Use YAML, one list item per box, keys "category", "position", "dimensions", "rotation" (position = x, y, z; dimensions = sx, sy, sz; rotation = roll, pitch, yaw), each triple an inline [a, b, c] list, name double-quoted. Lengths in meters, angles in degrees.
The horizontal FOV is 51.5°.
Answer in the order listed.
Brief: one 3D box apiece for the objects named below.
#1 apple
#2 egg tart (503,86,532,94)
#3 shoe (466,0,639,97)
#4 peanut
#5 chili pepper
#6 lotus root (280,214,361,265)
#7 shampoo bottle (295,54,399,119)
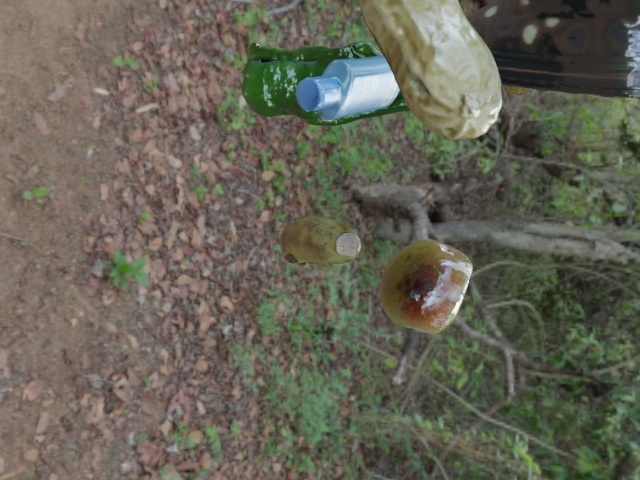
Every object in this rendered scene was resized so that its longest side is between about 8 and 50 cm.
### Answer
- category: "apple"
  position: [0.224, 0.095, 1.435]
  dimensions: [0.207, 0.173, 0.189]
  rotation: [-137, -116, -66]
- category: "egg tart"
  position: [0.760, -0.652, 2.148]
  dimensions: [0.178, 0.443, 0.444]
  rotation: [25, 59, -17]
- category: "shoe"
  position: [0.354, -0.344, 0.989]
  dimensions: [0.171, 0.384, 0.237]
  rotation: [-3, 108, -35]
- category: "peanut"
  position: [0.148, -0.287, 0.932]
  dimensions: [0.325, 0.140, 0.153]
  rotation: [57, 25, -21]
- category: "chili pepper"
  position: [0.020, -0.322, 1.383]
  dimensions: [0.213, 0.384, 0.168]
  rotation: [-67, 160, -76]
- category: "lotus root"
  position: [0.000, 0.000, 1.248]
  dimensions: [0.110, 0.258, 0.097]
  rotation: [11, 85, -26]
- category: "shampoo bottle"
  position: [0.053, -0.260, 1.123]
  dimensions: [0.258, 0.061, 0.104]
  rotation: [-25, 144, -51]
